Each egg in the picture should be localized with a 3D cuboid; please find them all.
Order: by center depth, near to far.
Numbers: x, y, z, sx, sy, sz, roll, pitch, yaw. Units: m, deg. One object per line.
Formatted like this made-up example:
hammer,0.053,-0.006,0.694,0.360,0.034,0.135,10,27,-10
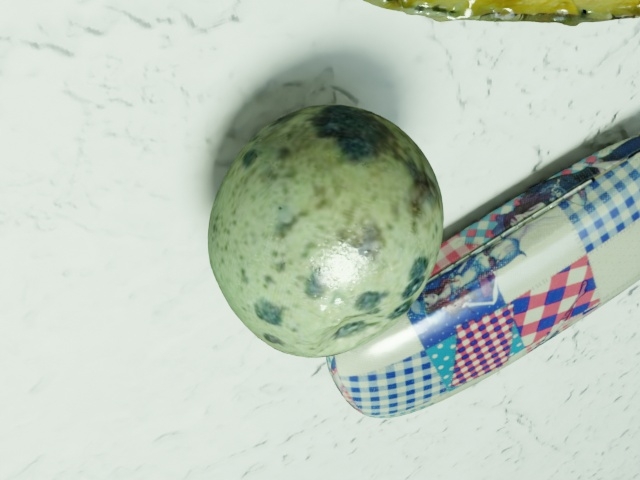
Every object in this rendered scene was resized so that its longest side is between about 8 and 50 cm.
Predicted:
egg,0.000,0.000,0.726,0.141,0.141,0.182,-8,145,-25

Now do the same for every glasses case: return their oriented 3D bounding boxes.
glasses case,0.153,0.029,0.902,0.327,0.076,0.125,-32,139,1

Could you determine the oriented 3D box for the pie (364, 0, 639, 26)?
pie,0.144,-0.185,0.680,0.282,0.068,0.128,-4,133,-23
